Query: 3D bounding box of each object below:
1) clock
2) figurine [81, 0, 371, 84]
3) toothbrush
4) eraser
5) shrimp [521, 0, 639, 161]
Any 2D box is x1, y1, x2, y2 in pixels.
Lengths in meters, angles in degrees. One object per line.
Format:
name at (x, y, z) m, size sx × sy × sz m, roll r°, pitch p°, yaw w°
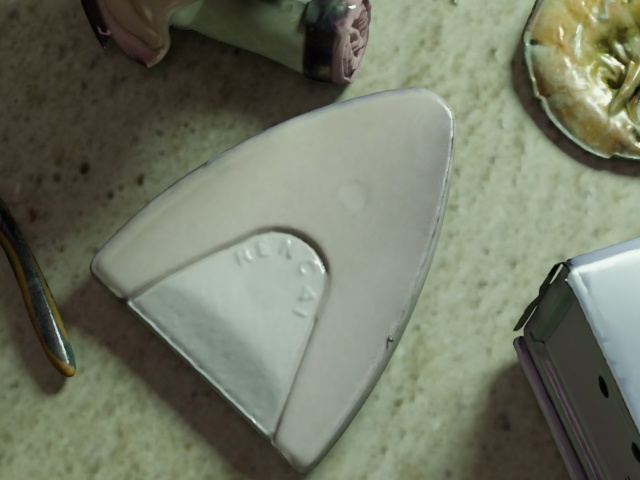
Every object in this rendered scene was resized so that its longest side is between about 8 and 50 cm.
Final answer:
clock at (0.192, 0.110, 0.866) m, size 0.073 × 0.144 × 0.193 m, roll -18°, pitch 71°, yaw -12°
figurine at (-0.057, -0.243, 0.909) m, size 0.211 × 0.361 × 0.253 m, roll -31°, pitch 74°, yaw -15°
toothbrush at (-0.238, -0.042, 1.035) m, size 0.031 × 0.023 × 0.321 m, roll -27°, pitch 71°, yaw 1°
eraser at (0.000, 0.001, 0.971) m, size 0.204 × 0.059 × 0.243 m, roll 42°, pitch 85°, yaw 18°
shrimp at (0.259, -0.117, 0.987) m, size 0.251 × 0.052 × 0.143 m, roll 6°, pitch 83°, yaw 17°
